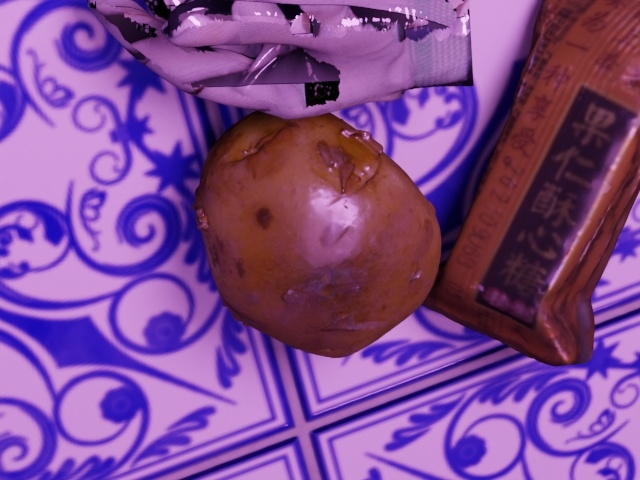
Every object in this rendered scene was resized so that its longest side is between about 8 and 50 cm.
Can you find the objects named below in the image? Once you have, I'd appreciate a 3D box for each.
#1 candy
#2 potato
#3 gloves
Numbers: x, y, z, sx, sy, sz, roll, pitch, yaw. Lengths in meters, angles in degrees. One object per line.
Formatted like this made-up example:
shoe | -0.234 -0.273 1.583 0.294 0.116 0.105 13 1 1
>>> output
candy | 0.163 -0.054 1.077 0.101 0.143 0.271 -12 128 -63
potato | 0.000 0.000 1.045 0.137 0.137 0.176 -44 123 6
gloves | -0.022 -0.119 0.977 0.212 0.127 0.111 -3 131 5
